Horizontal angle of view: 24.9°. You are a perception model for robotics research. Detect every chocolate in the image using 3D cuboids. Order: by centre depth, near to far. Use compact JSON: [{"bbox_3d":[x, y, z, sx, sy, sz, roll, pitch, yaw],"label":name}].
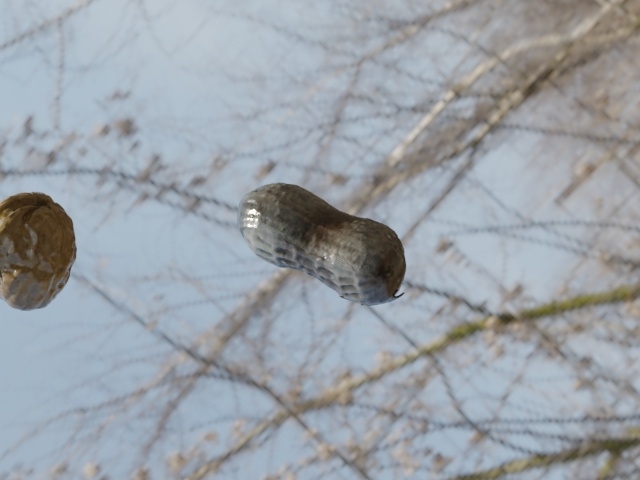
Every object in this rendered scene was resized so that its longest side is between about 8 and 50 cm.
[{"bbox_3d":[0.000,0.000,1.798,0.248,0.110,0.110,22,-169,23],"label":"chocolate"}]

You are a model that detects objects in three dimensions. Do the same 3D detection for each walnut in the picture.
[{"bbox_3d":[-0.236,0.010,1.159,0.079,0.096,0.082,39,-153,28],"label":"walnut"}]
